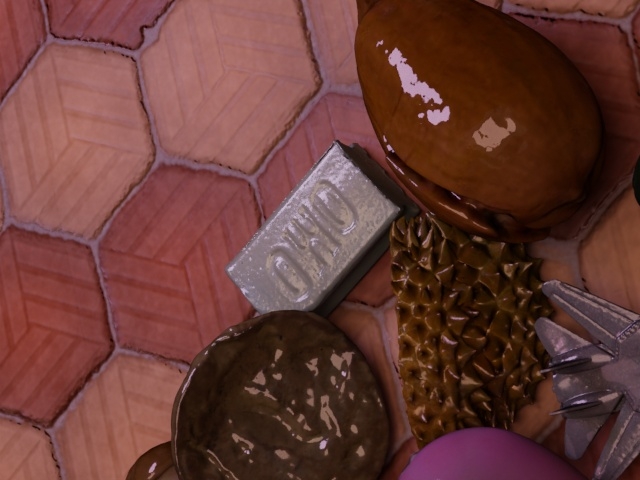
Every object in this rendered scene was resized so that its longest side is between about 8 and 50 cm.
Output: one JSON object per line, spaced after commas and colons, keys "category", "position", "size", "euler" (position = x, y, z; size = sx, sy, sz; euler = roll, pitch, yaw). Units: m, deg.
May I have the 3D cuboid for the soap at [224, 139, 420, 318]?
{"category": "soap", "position": [0.000, 0.000, 1.907], "size": [0.114, 0.063, 0.198], "euler": [47, 109, 21]}

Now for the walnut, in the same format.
{"category": "walnut", "position": [0.144, -0.142, 1.760], "size": [0.209, 0.209, 0.336], "euler": [-49, 65, 17]}

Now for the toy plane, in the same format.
{"category": "toy plane", "position": [0.346, 0.116, 1.701], "size": [0.267, 0.088, 0.212], "euler": [-15, 85, 18]}

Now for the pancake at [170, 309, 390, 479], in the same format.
{"category": "pancake", "position": [-0.040, 0.194, 1.869], "size": [0.242, 0.050, 0.241], "euler": [0, 88, -3]}

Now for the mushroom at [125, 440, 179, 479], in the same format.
{"category": "mushroom", "position": [-0.082, 0.346, 1.901], "size": [0.350, 0.128, 0.128], "euler": [38, 105, 30]}

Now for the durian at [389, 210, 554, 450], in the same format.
{"category": "durian", "position": [0.151, 0.086, 1.797], "size": [0.187, 0.154, 0.260], "euler": [-20, 85, 1]}

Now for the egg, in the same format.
{"category": "egg", "position": [0.194, 0.294, 1.694], "size": [0.271, 0.196, 0.196], "euler": [25, 100, 1]}

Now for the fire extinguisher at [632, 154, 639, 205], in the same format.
{"category": "fire extinguisher", "position": [0.440, -0.019, 1.617], "size": [0.311, 0.114, 0.095], "euler": [30, 139, 41]}
